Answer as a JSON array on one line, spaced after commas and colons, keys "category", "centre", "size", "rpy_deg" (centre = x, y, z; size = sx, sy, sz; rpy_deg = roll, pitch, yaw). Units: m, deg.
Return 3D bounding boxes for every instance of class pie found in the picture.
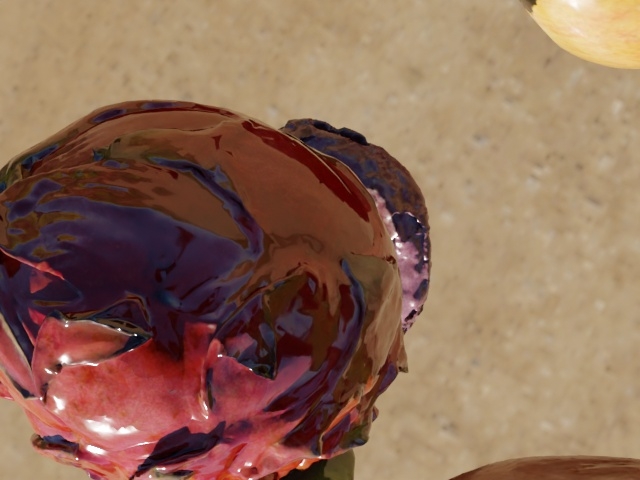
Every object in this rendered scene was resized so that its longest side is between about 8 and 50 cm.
[{"category": "pie", "centre": [0.000, 0.000, 1.117], "size": [0.153, 0.038, 0.154], "rpy_deg": [20, 132, 24]}]

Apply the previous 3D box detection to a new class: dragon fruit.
[{"category": "dragon fruit", "centre": [-0.054, 0.027, 0.809], "size": [0.209, 0.172, 0.172], "rpy_deg": [34, 144, -24]}]

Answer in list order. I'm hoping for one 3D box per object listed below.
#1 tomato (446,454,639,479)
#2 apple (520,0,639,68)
[{"category": "tomato", "centre": [0.082, 0.114, 0.576], "size": [0.155, 0.069, 0.156], "rpy_deg": [4, 124, 7]}, {"category": "apple", "centre": [0.193, -0.255, 1.130], "size": [0.275, 0.299, 0.299], "rpy_deg": [-36, 110, 15]}]
